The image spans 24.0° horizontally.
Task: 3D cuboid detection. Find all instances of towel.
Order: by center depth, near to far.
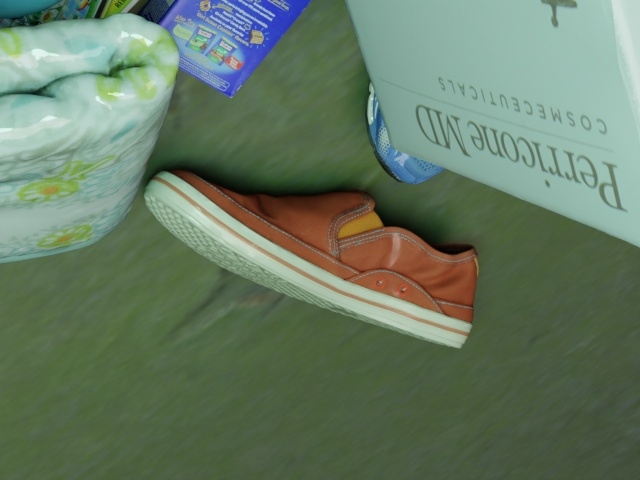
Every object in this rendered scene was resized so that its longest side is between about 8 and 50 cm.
[{"bbox_3d":[-0.291,-0.037,0.984,0.374,0.090,0.320,-12,172,-15],"label":"towel"}]

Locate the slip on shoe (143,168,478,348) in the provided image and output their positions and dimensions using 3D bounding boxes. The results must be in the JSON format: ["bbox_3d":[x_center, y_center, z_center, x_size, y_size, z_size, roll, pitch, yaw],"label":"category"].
[{"bbox_3d":[0.000,0.000,1.263,0.331,0.123,0.101,21,84,-30],"label":"slip on shoe"}]

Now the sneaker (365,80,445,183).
[{"bbox_3d":[0.175,-0.157,1.172,0.330,0.147,0.130,-41,132,12],"label":"sneaker"}]

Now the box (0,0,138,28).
[{"bbox_3d":[-0.192,-0.185,1.060,0.207,0.036,0.114,-44,131,14],"label":"box"}]

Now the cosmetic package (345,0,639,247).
[{"bbox_3d":[0.190,-0.261,0.868,0.327,0.329,0.393,-26,113,-17],"label":"cosmetic package"}]

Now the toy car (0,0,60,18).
[{"bbox_3d":[-0.250,-0.189,0.867,0.210,0.238,0.219,-20,123,-3],"label":"toy car"}]

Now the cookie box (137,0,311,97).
[{"bbox_3d":[-0.071,-0.173,1.121,0.092,0.040,0.107,28,112,-38],"label":"cookie box"}]
